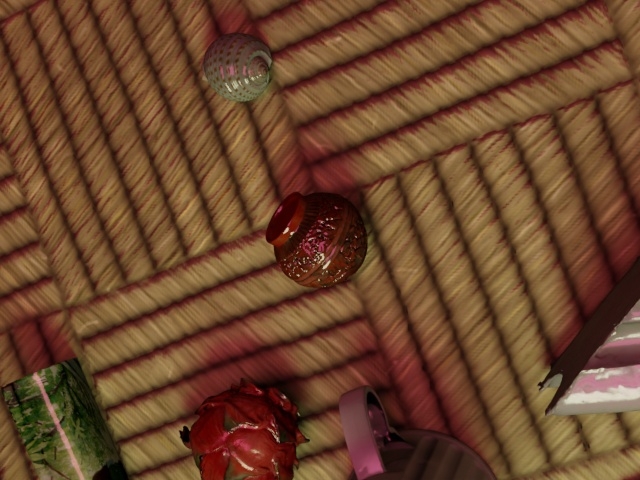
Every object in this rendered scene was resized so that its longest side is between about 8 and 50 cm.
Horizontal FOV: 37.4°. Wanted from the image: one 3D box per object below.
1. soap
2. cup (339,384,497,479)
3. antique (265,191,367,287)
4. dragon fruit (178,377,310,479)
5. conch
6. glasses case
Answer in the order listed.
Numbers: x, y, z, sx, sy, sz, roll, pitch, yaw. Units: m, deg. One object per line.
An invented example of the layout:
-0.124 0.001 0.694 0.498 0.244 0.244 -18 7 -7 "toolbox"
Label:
0.322 0.006 0.821 0.302 0.159 0.257 -9 95 15 "soap"
0.064 0.268 0.895 0.221 0.202 0.167 39 101 9 "cup"
0.000 0.000 0.950 0.104 0.104 0.104 1 94 16 "antique"
-0.079 0.209 0.982 0.121 0.130 0.142 4 116 -24 "dragon fruit"
-0.092 -0.185 0.986 0.085 0.056 0.076 11 84 15 "conch"
-0.254 0.268 1.046 0.062 0.095 0.272 -25 87 15 "glasses case"
